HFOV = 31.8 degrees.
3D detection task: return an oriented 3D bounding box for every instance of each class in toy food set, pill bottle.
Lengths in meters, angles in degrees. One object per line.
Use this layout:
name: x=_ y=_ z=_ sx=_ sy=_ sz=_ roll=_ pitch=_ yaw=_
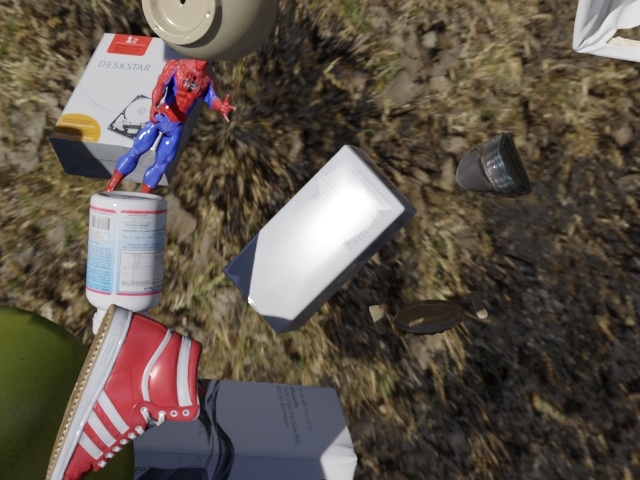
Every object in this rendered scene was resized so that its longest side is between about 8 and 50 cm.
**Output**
toy food set: x=0.184 y=0.135 z=1.895 sx=0.192 sy=0.132 sz=0.039 roll=-8 pitch=109 yaw=-1
pill bottle: x=-0.221 y=0.027 z=1.273 sx=0.087 sy=0.087 sz=0.160 roll=4 pitch=99 yaw=-5

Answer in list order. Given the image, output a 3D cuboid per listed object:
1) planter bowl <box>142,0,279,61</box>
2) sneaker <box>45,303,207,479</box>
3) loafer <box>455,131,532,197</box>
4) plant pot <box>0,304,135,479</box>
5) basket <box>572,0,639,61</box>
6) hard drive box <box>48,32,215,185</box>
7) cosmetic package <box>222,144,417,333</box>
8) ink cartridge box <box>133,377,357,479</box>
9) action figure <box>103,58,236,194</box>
planter bowl: x=-0.144 y=-0.286 z=1.329 sx=0.162 sy=0.109 sz=0.162 roll=7 pitch=109 yaw=22
sneaker: x=-0.103 y=0.097 z=0.603 sx=0.067 sy=0.042 sz=0.119 roll=21 pitch=105 yaw=-15
loafer: x=0.155 y=-0.062 z=1.025 sx=0.061 sy=0.170 sz=0.062 roll=-23 pitch=90 yaw=11
plant pot: x=-0.330 y=0.206 z=0.896 sx=0.274 sy=0.293 sz=0.275 roll=1 pitch=95 yaw=12
basket: x=0.286 y=-0.243 z=0.960 sx=0.113 sy=0.167 sz=0.103 roll=11 pitch=61 yaw=9
hard drive box: x=-0.291 y=-0.208 z=1.761 sx=0.181 sy=0.089 sz=0.232 roll=7 pitch=54 yaw=15
cosmetic package: x=0.000 y=0.000 z=1.433 sx=0.231 sy=0.085 sz=0.117 roll=-44 pitch=77 yaw=12
ink cartridge box: x=-0.176 y=0.320 z=1.326 sx=0.394 sy=0.166 sz=0.286 roll=5 pitch=113 yaw=-12
action figure: x=-0.207 y=-0.138 z=1.519 sx=0.091 sy=0.139 sz=0.280 roll=24 pitch=103 yaw=-23
